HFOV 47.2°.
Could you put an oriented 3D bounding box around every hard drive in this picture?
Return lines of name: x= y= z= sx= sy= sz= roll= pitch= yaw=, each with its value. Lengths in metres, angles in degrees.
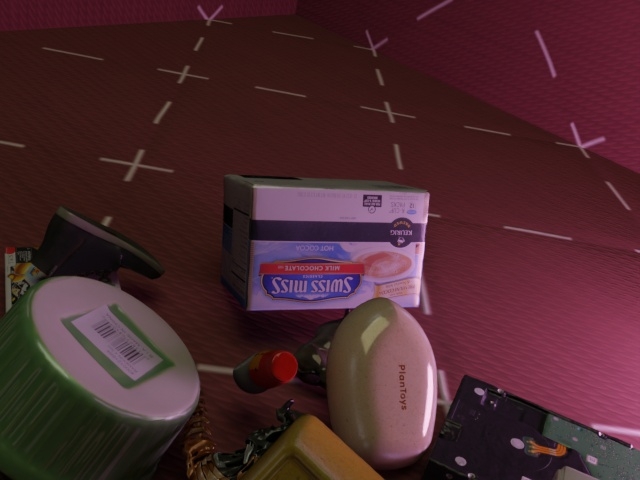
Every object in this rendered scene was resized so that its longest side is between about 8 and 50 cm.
hard drive: x=0.351 y=0.362 z=1.153 sx=0.339 sy=0.064 sz=0.237 roll=21 pitch=31 yaw=15

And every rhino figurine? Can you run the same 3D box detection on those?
rhino figurine: x=0.035 y=0.189 z=1.315 sx=0.106 sy=0.073 sz=0.243 roll=26 pitch=32 yaw=16

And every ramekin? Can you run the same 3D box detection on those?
ramekin: x=-0.311 y=0.187 z=0.989 sx=0.303 sy=0.148 sz=0.303 roll=37 pitch=15 yaw=-12

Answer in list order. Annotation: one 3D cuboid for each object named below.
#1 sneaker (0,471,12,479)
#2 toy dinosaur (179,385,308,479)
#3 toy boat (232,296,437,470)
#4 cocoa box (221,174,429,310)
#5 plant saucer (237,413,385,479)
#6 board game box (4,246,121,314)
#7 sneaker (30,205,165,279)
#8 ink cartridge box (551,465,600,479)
sneaker: x=-0.450 y=0.249 z=1.008 sx=0.106 sy=0.101 sz=0.267 roll=-17 pitch=20 yaw=-1
toy dinosaur: x=-0.101 y=0.321 z=0.971 sx=0.218 sy=0.164 sz=0.322 roll=-22 pitch=72 yaw=-19
toy boat: x=0.031 y=0.213 z=1.135 sx=0.318 sy=0.148 sz=0.267 roll=12 pitch=71 yaw=-23
cocoa box: x=0.000 y=0.000 z=1.407 sx=0.347 sy=0.228 sz=0.231 roll=1 pitch=9 yaw=-19
plant saucer: x=-0.028 y=0.388 z=0.789 sx=0.333 sy=0.081 sz=0.333 roll=-43 pitch=55 yaw=-17
board game box: x=-0.448 y=0.112 z=1.281 sx=0.193 sy=0.053 sz=0.305 roll=-1 pitch=33 yaw=-24
sneaker: x=-0.397 y=0.038 z=1.311 sx=0.222 sy=0.118 sz=0.083 roll=32 pitch=0 yaw=-28
ink cartridge box: x=0.393 y=0.439 z=0.900 sx=0.283 sy=0.207 sz=0.117 roll=21 pitch=30 yaw=15
